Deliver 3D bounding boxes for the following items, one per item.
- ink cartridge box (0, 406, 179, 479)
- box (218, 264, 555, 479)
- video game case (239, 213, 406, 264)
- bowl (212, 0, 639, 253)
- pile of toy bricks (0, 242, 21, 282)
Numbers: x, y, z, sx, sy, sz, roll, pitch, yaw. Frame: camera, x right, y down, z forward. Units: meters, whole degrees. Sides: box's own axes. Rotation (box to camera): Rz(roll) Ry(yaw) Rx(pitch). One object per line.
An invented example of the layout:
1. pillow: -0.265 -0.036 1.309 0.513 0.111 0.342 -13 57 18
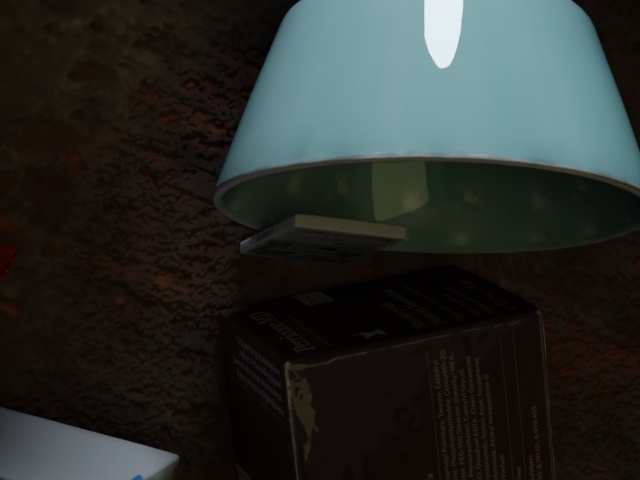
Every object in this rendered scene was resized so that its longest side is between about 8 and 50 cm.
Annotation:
1. ink cartridge box: -0.222 0.254 1.215 0.168 0.171 0.232 14 97 12
2. box: 0.050 0.129 1.317 0.203 0.168 0.167 -10 105 -18
3. video game case: 0.000 0.000 1.302 0.087 0.122 0.011 6 78 -21
4. bowl: 0.080 -0.096 1.242 0.312 0.311 0.163 6 78 -20
5. pile of toy bricks: -0.313 0.055 1.223 0.105 0.118 0.212 36 105 6
